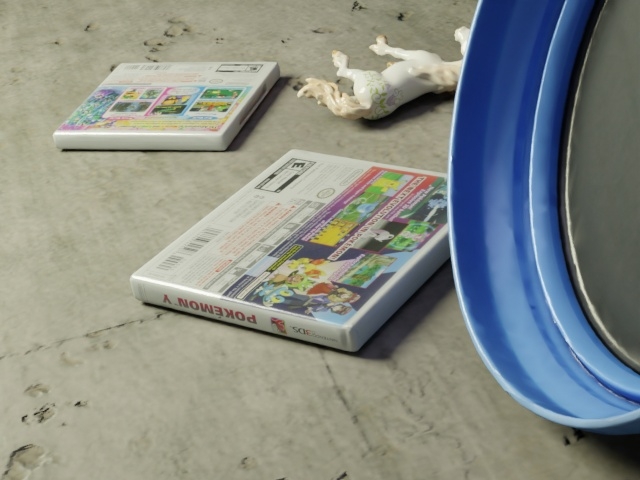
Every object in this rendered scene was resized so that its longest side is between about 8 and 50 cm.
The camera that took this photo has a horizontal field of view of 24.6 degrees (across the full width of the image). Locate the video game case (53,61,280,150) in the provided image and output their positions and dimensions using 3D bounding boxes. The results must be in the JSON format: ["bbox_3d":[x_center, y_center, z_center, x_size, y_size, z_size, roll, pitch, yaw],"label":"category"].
[{"bbox_3d":[-0.130,-0.117,1.264,0.157,0.019,0.143,2,32,19],"label":"video game case"}]

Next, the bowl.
[{"bbox_3d":[0.192,-0.088,0.779,0.077,0.391,0.391,12,23,-21],"label":"bowl"}]

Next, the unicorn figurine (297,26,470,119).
[{"bbox_3d":[0.071,-0.139,1.212,0.162,0.060,0.111,-40,38,-16],"label":"unicorn figurine"}]

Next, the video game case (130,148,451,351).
[{"bbox_3d":[0.000,0.000,1.016,0.183,0.023,0.201,11,35,33],"label":"video game case"}]
